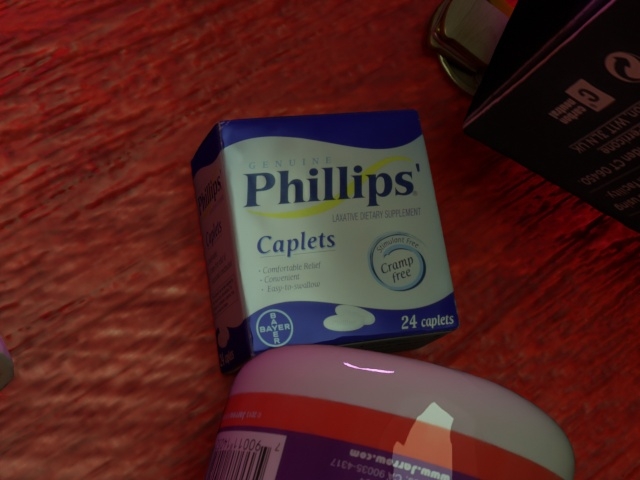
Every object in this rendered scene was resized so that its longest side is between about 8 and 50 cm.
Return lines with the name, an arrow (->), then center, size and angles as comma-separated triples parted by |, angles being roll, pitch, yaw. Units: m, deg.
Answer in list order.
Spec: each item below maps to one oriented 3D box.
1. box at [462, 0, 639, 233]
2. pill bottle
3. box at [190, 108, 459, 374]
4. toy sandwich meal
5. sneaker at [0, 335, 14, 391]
box -> 0.413, -0.183, 0.608 | 0.472, 0.297, 0.479 | 29, 68, -6
pill bottle -> 0.006, 0.224, 0.505 | 0.182, 0.181, 0.322 | 19, 71, -11
box -> 0.000, 0.000, 0.623 | 0.126, 0.072, 0.137 | -6, 76, -19
toy sandwich meal -> 0.114, -0.135, 0.718 | 0.086, 0.029, 0.085 | 4, 74, -16
sneaker -> -0.304, 0.051, 0.488 | 0.302, 0.108, 0.121 | -9, 57, -39
